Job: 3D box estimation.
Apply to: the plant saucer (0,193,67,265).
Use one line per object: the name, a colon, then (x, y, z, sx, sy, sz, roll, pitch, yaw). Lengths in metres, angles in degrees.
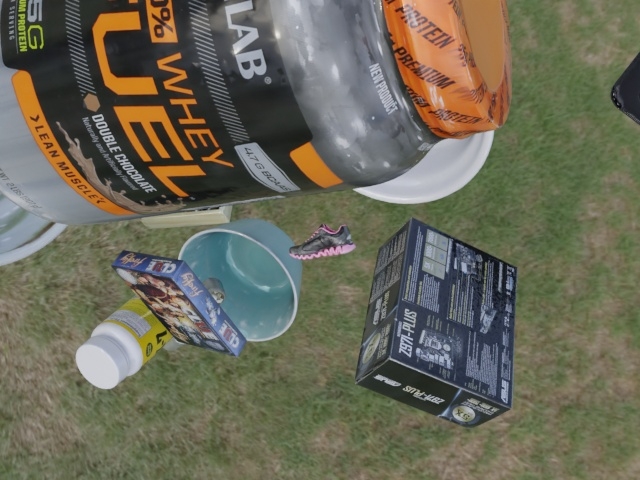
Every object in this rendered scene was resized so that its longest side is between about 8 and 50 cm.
plant saucer: (-0.531, -0.159, 1.120, 0.400, 0.100, 0.401, -14, 108, -49)

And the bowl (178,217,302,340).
bowl: (-0.166, 0.071, 1.771, 0.312, 0.311, 0.163, 55, 37, -12)

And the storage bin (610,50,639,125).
storage bin: (0.447, -0.167, 0.847, 0.180, 0.122, 0.084, 43, 55, 14)

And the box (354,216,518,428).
box: (0.130, 0.090, 0.804, 0.147, 0.077, 0.180, 24, 53, -15)

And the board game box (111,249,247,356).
board game box: (-0.260, 0.119, 1.378, 0.042, 0.165, 0.243, -59, 138, -30)

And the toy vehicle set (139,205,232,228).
toy vehicle set: (-0.236, -0.147, 1.401, 0.165, 0.035, 0.267, -5, 58, 16)

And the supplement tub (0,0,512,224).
supplement tub: (-0.059, -0.126, 0.490, 0.207, 0.337, 0.207, 26, 61, -60)

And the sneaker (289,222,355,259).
sneaker: (0.000, 0.000, 1.262, 0.119, 0.047, 0.057, -10, 98, 18)

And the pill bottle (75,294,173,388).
pill bottle: (-0.375, 0.192, 1.456, 0.119, 0.119, 0.208, 58, 34, -11)

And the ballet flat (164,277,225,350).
ballet flat: (-0.291, 0.180, 1.687, 0.072, 0.068, 0.213, 28, 103, -38)

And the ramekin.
ramekin: (0.115, -0.201, 1.031, 0.277, 0.277, 0.135, 47, 43, -15)
